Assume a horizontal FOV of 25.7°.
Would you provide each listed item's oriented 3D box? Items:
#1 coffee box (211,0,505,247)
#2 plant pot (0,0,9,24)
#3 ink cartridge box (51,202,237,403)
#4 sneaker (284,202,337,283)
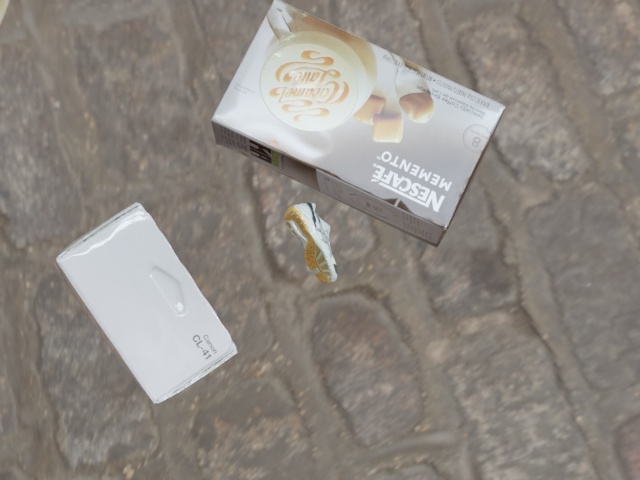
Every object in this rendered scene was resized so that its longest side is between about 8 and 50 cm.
[{"bbox_3d":[0.036,-0.111,1.364,0.246,0.098,0.141,26,79,4],"label":"coffee box"},{"bbox_3d":[-0.325,-0.190,0.932,0.254,0.239,0.254,-9,105,-35],"label":"plant pot"},{"bbox_3d":[-0.237,0.079,1.828,0.131,0.306,0.226,-35,95,-9],"label":"ink cartridge box"},{"bbox_3d":[0.000,0.000,1.348,0.037,0.032,0.083,-25,88,-44],"label":"sneaker"}]
